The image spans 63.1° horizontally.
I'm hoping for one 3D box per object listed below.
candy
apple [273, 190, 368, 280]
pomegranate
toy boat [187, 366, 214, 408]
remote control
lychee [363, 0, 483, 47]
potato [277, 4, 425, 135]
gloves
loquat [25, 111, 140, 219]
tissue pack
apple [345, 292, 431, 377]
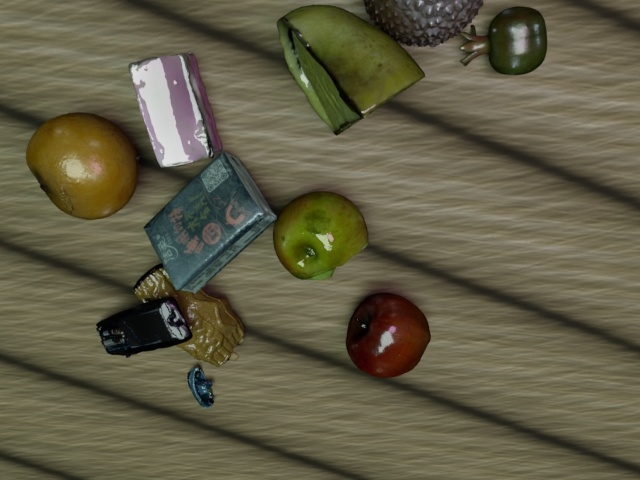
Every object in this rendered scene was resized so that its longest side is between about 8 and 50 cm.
[{"bbox_3d":[-0.356,-0.320,1.292,0.155,0.116,0.265,-13,108,7],"label":"candy"},{"bbox_3d":[0.000,0.000,1.329,0.246,0.226,0.246,2,110,4],"label":"apple"},{"bbox_3d":[0.425,-0.457,1.217,0.191,0.131,0.152,-3,116,27],"label":"pomegranate"},{"bbox_3d":[-0.357,0.444,1.581,0.061,0.060,0.137,-14,102,27],"label":"toy boat"},{"bbox_3d":[-0.497,0.242,1.416,0.399,0.062,0.144,-20,97,41],"label":"remote control"},{"bbox_3d":[0.211,-0.566,1.101,0.300,0.300,0.300,1,109,2],"label":"lychee"},{"bbox_3d":[0.060,-0.413,1.162,0.213,0.330,0.280,-37,97,-5],"label":"potato"},{"bbox_3d":[-0.363,0.219,1.456,0.203,0.155,0.356,-42,106,18],"label":"gloves"},{"bbox_3d":[-0.574,-0.179,1.276,0.263,0.263,0.263,1,109,2],"label":"loquat"},{"bbox_3d":[-0.291,-0.047,1.340,0.316,0.103,0.228,-40,64,14],"label":"tissue pack"},{"bbox_3d":[0.183,0.254,1.417,0.234,0.234,0.234,1,109,2],"label":"apple"}]
